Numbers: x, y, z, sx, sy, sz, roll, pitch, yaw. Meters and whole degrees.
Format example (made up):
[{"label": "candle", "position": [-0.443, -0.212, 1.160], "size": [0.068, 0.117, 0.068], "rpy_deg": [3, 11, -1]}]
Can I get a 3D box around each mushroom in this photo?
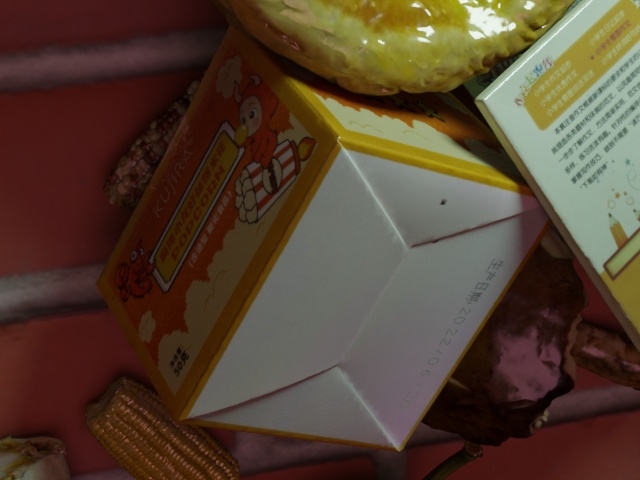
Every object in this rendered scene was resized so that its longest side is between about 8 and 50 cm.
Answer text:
[{"label": "mushroom", "position": [0.179, 0.109, 1.420], "size": [0.208, 0.233, 0.301], "rpy_deg": [-58, 139, -16]}]

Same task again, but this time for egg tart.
[{"label": "egg tart", "position": [0.044, -0.340, 1.168], "size": [0.443, 0.178, 0.443], "rpy_deg": [-2, 95, -20]}]

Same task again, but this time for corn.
[{"label": "corn", "position": [-0.095, -0.108, 1.300], "size": [0.237, 0.079, 0.079], "rpy_deg": [-42, 114, 5]}, {"label": "corn", "position": [-0.154, 0.203, 1.408], "size": [0.085, 0.063, 0.165], "rpy_deg": [-36, 115, 27]}]

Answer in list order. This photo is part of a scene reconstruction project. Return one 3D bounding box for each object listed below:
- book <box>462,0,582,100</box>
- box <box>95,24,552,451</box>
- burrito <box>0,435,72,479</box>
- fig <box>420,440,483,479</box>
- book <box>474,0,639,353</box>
[{"label": "book", "position": [0.207, -0.201, 1.331], "size": [0.192, 0.013, 0.168], "rpy_deg": [-37, 89, 6]}, {"label": "box", "position": [0.000, 0.000, 1.244], "size": [0.260, 0.214, 0.283], "rpy_deg": [14, 115, -38]}, {"label": "burrito", "position": [-0.269, 0.333, 1.404], "size": [0.143, 0.105, 0.299], "rpy_deg": [-21, 112, -10]}, {"label": "fig", "position": [0.077, 0.276, 1.440], "size": [0.149, 0.149, 0.245], "rpy_deg": [34, 107, -23]}, {"label": "book", "position": [0.277, -0.063, 1.220], "size": [0.208, 0.020, 0.295], "rpy_deg": [-42, 109, -19]}]
